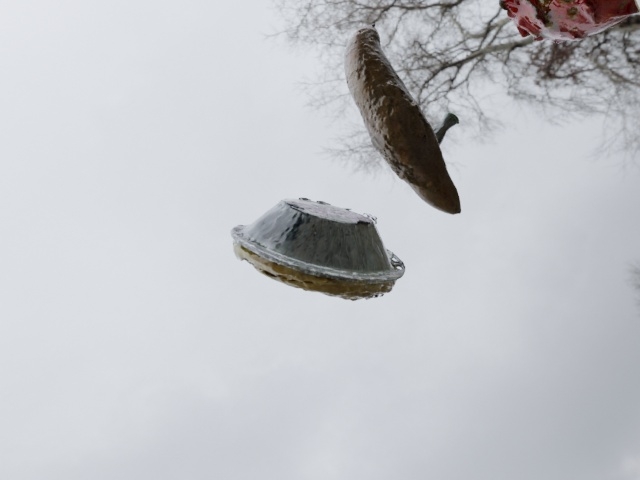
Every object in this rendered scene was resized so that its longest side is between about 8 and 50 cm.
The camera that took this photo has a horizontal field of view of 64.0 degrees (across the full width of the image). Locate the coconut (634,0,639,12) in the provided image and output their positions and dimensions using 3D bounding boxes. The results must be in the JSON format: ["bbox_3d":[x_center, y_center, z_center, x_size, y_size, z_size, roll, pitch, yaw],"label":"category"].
[{"bbox_3d":[0.276,-0.238,0.279,0.239,0.239,0.244,-45,-62,-15],"label":"coconut"}]

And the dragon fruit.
[{"bbox_3d":[0.404,-0.410,0.763,0.210,0.268,0.205,29,-107,-17],"label":"dragon fruit"}]

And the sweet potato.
[{"bbox_3d":[0.121,-0.183,0.799,0.114,0.092,0.342,-24,-95,-51],"label":"sweet potato"}]

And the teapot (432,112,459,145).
[{"bbox_3d":[0.231,-0.210,1.003,0.111,0.042,0.043,-47,-47,-27],"label":"teapot"}]

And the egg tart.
[{"bbox_3d":[0.000,0.000,0.668,0.234,0.234,0.095,1,-73,-40],"label":"egg tart"}]
